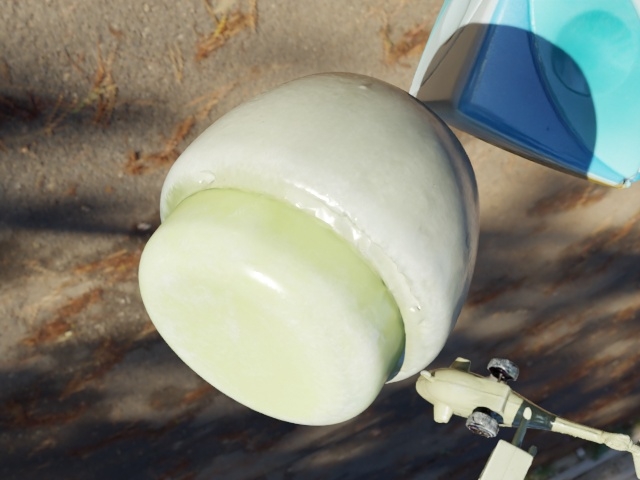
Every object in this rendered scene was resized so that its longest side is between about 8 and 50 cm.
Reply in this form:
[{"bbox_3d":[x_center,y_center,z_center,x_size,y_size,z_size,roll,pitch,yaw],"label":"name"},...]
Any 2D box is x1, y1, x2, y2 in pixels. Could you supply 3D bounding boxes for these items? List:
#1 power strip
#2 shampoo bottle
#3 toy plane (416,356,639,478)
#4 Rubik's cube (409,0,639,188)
[{"bbox_3d":[0.190,0.254,0.966,0.175,0.042,0.075,-58,164,-24],"label":"power strip"},{"bbox_3d":[0.000,0.000,0.931,0.317,0.323,0.322,-52,169,-33],"label":"shampoo bottle"},{"bbox_3d":[0.245,0.208,1.089,0.092,0.287,0.108,-65,145,-22],"label":"toy plane"},{"bbox_3d":[0.378,-0.307,1.496,0.348,0.352,0.351,21,101,-10],"label":"Rubik's cube"}]
